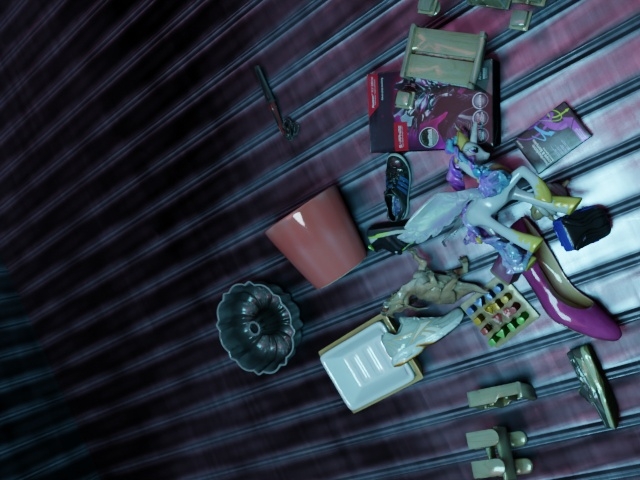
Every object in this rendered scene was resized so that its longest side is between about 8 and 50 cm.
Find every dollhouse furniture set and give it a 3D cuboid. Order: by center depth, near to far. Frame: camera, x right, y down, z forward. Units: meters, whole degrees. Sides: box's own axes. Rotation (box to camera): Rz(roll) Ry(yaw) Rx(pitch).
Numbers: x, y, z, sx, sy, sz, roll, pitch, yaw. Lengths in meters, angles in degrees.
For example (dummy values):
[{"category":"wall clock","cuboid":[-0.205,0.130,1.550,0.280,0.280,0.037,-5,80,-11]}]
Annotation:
[{"category":"dollhouse furniture set","cuboid":[0.395,-0.489,1.537,0.303,0.173,0.356,19,103,26]},{"category":"dollhouse furniture set","cuboid":[0.523,0.533,1.646,0.160,0.212,0.242,-23,60,32]}]

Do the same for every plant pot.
[{"category":"plant pot","cuboid":[0.000,0.000,1.828,0.274,0.275,0.243,-32,93,30]}]

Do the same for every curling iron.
[{"category":"curling iron","cuboid":[-0.148,-0.453,1.949,0.068,0.035,0.274,-30,85,26]}]

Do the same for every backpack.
[{"category":"backpack","cuboid":[0.669,-0.036,1.523,0.120,0.101,0.098,-23,91,-1]}]

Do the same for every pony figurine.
[{"category":"pony figurine","cuboid":[0.416,-0.083,1.531,0.363,0.302,0.351,41,114,26]}]

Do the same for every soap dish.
[{"category":"soap dish","cuboid":[0.162,0.383,1.874,0.290,0.118,0.229,-36,80,30]}]

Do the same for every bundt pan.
[{"category":"bundt pan","cuboid":[-0.198,0.290,2.060,0.330,0.124,0.331,6,102,28]}]

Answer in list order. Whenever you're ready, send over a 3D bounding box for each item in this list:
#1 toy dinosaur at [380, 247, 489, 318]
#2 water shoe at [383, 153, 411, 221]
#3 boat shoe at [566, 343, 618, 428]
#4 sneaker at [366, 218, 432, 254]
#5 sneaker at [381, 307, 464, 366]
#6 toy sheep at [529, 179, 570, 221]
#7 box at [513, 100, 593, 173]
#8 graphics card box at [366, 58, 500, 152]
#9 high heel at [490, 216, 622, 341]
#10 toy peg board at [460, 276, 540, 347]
[{"category":"toy dinosaur","cuboid":[0.334,0.147,1.736,0.295,0.127,0.201,7,121,9]},{"category":"water shoe","cuboid":[0.226,-0.156,1.757,0.072,0.080,0.203,-2,102,29]},{"category":"boat shoe","cuboid":[0.725,0.391,1.582,0.073,0.080,0.224,-23,82,36]},{"category":"sneaker","cuboid":[0.249,-0.007,1.788,0.234,0.084,0.097,-4,110,36]},{"category":"sneaker","cuboid":[0.296,0.255,1.734,0.262,0.099,0.121,-31,74,-9]},{"category":"toy sheep","cuboid":[0.605,-0.106,1.556,0.091,0.091,0.132,44,103,16]},{"category":"box","cuboid":[0.607,-0.268,1.555,0.162,0.029,0.116,-41,78,30]},{"category":"graphics card box","cuboid":[0.313,-0.369,1.668,0.370,0.094,0.233,2,100,28]},{"category":"high heel","cuboid":[0.631,0.102,1.544,0.377,0.127,0.181,33,124,24]},{"category":"toy peg board","cuboid":[0.498,0.206,1.673,0.161,0.079,0.161,-46,76,27]}]
